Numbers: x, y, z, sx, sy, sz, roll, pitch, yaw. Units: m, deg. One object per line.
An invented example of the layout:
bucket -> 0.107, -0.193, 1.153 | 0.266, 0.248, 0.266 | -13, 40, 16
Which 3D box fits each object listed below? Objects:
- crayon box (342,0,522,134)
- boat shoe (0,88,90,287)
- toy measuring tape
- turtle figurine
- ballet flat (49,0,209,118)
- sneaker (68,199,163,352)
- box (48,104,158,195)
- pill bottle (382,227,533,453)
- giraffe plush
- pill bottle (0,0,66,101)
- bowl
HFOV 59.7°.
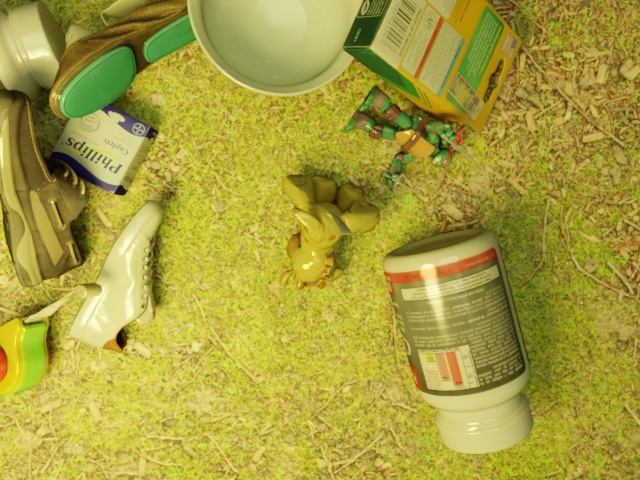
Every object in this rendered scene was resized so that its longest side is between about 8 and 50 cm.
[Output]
crayon box -> 0.208, -0.349, 0.987 | 0.323, 0.083, 0.203 | 24, 90, -39
boat shoe -> -0.457, -0.083, 0.914 | 0.130, 0.132, 0.355 | -16, 138, -32
toy measuring tape -> -0.482, 0.183, 0.946 | 0.330, 0.121, 0.121 | -27, 96, 21
turtle figurine -> 0.167, -0.179, 1.031 | 0.234, 0.118, 0.175 | 33, 130, -6
ballet flat -> -0.336, -0.333, 0.931 | 0.124, 0.116, 0.342 | 38, 65, 9
sneaker -> -0.329, 0.069, 1.000 | 0.123, 0.106, 0.290 | 28, 101, -10
box -> -0.381, -0.168, 0.989 | 0.126, 0.072, 0.137 | 28, 91, -7
pill bottle -> 0.255, 0.176, 1.010 | 0.210, 0.210, 0.363 | -16, 95, -5
giraffe plush -> 0.000, 0.000, 1.008 | 0.181, 0.210, 0.170 | 14, 121, -10
pill bottle -> -0.570, -0.288, 0.915 | 0.283, 0.161, 0.161 | -18, 95, -6
bowl -> -0.078, -0.389, 0.972 | 0.297, 0.134, 0.298 | -1, 94, -11
